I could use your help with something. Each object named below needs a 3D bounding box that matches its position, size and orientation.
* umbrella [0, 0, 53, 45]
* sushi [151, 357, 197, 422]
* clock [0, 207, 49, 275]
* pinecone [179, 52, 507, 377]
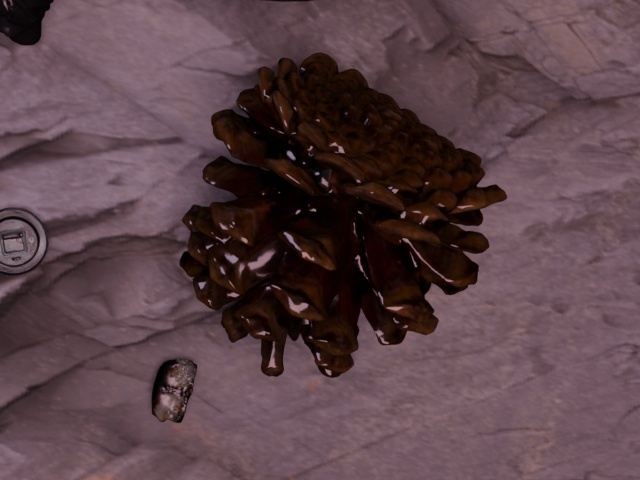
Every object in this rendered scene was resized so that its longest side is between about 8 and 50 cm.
[{"bbox_3d":[-0.328,-0.333,1.657,0.110,0.122,0.272,4,137,-3],"label":"umbrella"},{"bbox_3d":[-0.186,0.187,1.859,0.046,0.044,0.083,14,96,-14],"label":"sushi"},{"bbox_3d":[-0.371,0.001,1.801,0.085,0.017,0.085,-2,101,-10],"label":"clock"},{"bbox_3d":[0.000,0.000,1.712,0.384,0.384,0.384,-2,102,-10],"label":"pinecone"}]
